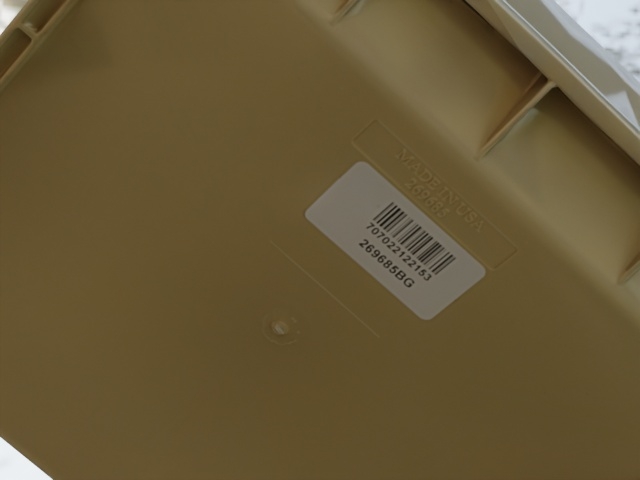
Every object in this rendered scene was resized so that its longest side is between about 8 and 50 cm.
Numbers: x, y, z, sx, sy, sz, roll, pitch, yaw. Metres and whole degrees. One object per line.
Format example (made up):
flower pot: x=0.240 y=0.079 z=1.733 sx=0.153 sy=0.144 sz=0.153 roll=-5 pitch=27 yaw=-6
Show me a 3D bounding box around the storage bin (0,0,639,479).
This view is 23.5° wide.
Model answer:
storage bin: x=0.000 y=0.000 z=0.550 sx=0.262 sy=0.123 sz=0.260 roll=42 pitch=-58 yaw=-10
